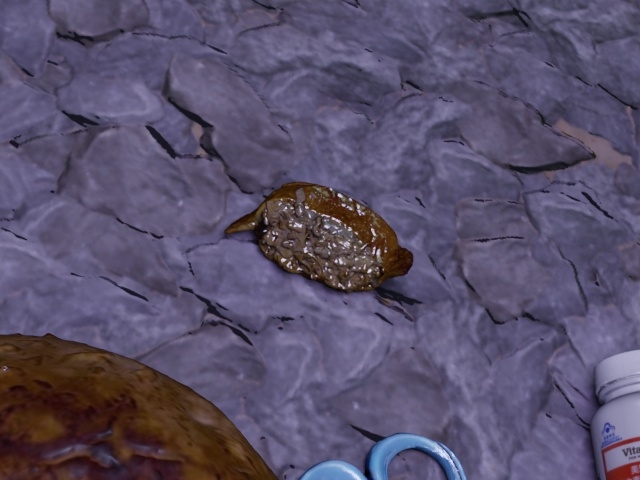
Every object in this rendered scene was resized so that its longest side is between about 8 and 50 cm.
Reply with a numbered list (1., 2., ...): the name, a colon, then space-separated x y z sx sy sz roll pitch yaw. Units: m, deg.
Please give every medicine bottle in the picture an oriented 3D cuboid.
1. medicine bottle: 0.224 0.148 0.950 0.079 0.079 0.140 5 62 -18

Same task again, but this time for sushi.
1. sushi: 0.000 0.000 0.961 0.120 0.052 0.055 29 42 -8

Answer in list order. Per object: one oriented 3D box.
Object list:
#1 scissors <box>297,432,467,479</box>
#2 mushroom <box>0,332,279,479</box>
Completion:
1. scissors: 0.078 0.242 0.874 0.125 0.030 0.256 -18 69 -28
2. mushroom: -0.170 0.185 0.707 0.345 0.239 0.345 26 33 -18
